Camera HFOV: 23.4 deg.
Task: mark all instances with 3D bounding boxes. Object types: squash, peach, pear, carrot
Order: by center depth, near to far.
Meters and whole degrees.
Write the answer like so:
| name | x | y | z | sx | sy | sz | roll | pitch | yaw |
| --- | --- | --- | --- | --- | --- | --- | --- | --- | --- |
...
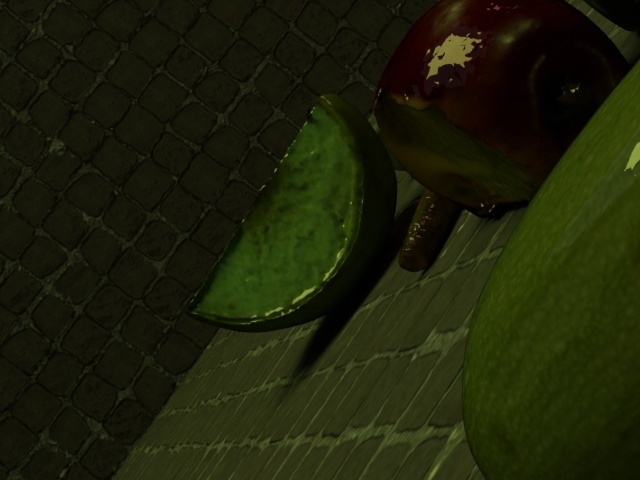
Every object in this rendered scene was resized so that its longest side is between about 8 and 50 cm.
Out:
| name | x | y | z | sx | sy | sz | roll | pitch | yaw |
| --- | --- | --- | --- | --- | --- | --- | --- | --- | --- |
| squash | 0.132 | 0.007 | 0.462 | 0.247 | 0.132 | 0.132 | -54 | 4 | 27 |
| peach | 0.134 | -0.118 | 1.199 | 0.154 | 0.159 | 0.267 | -48 | 2 | -7 |
| carrot | 0.113 | -0.036 | 1.430 | 0.042 | 0.042 | 0.171 | -48 | 10 | 50 |
| pear | 0.005 | -0.001 | 1.719 | 0.288 | 0.139 | 0.239 | -58 | -10 | 6 |

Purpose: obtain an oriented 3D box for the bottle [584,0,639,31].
| name | x | y | z | sx | sy | sz | roll | pitch | yaw |
| --- | --- | --- | --- | --- | --- | --- | --- | --- | --- |
| bottle | 0.299 | -0.292 | 1.177 | 0.286 | 0.082 | 0.082 | -53 | 5 | 19 |

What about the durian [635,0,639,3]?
| name | x | y | z | sx | sy | sz | roll | pitch | yaw |
| --- | --- | --- | --- | --- | --- | --- | --- | --- | --- |
| durian | 0.244 | -0.225 | 1.013 | 0.168 | 0.137 | 0.158 | -117 | 42 | -70 |

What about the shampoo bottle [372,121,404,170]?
| name | x | y | z | sx | sy | sz | roll | pitch | yaw |
| --- | --- | --- | --- | --- | --- | --- | --- | --- | --- |
| shampoo bottle | 0.122 | -0.160 | 1.949 | 0.079 | 0.079 | 0.162 | -50 | 7 | 41 |
